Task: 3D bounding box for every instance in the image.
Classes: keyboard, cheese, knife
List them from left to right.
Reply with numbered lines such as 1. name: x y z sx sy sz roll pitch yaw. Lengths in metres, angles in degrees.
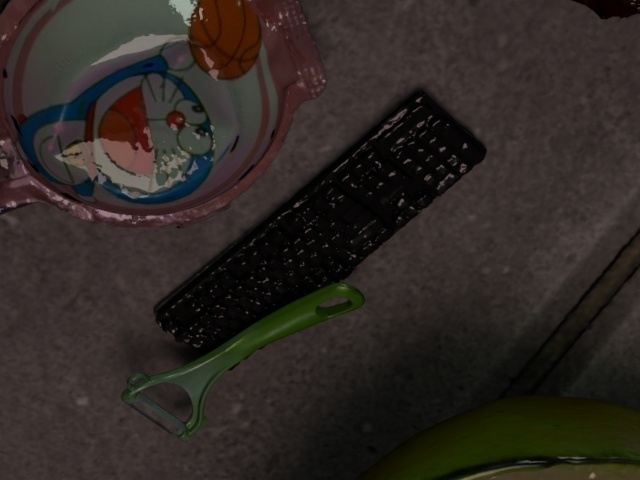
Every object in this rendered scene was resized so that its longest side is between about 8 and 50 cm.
1. cheese: -0.139 -0.071 1.033 0.285 0.074 0.189 -16 123 3
2. knife: -0.047 0.068 1.148 0.166 0.023 0.078 -33 142 15
3. keyboard: 0.000 0.000 1.135 0.231 0.023 0.072 -40 123 17

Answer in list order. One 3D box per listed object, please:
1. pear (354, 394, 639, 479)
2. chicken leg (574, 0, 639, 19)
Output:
1. pear: 0.137 0.239 1.231 0.398 0.165 0.399 -4 125 -7
2. chicken leg: 0.228 -0.188 1.019 0.234 0.063 0.105 -36 117 16
